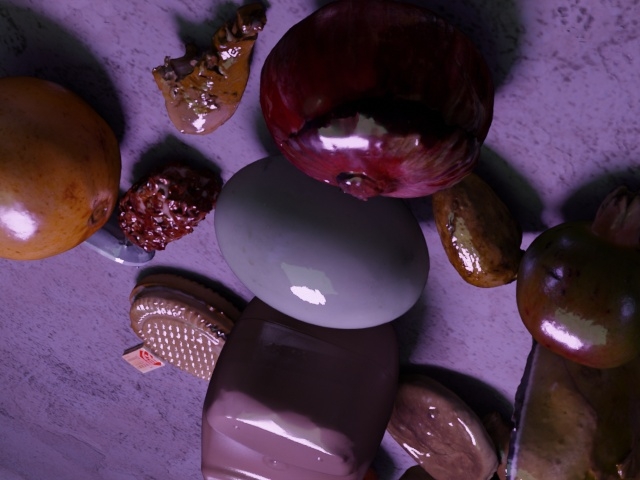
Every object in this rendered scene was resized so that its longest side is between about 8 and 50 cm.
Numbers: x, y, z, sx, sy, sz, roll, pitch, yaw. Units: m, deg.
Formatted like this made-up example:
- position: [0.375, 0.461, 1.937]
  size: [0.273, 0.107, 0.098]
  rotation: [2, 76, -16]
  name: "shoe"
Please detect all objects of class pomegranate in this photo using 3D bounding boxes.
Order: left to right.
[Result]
- position: [-0.405, -0.098, 1.470]
  size: [0.264, 0.264, 0.264]
  rotation: [20, 147, 14]
  name: "pomegranate"
- position: [0.315, 0.036, 1.216]
  size: [0.180, 0.180, 0.209]
  rotation: [24, 114, 7]
  name: "pomegranate"

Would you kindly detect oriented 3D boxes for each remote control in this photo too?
- position: [-0.361, -0.039, 1.662]
  size: [0.247, 0.104, 0.052]
  rotation: [29, 118, -2]
  name: "remote control"

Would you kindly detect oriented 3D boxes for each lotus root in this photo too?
- position: [0.177, -0.027, 1.284]
  size: [0.094, 0.108, 0.190]
  rotation: [-30, 114, 6]
  name: "lotus root"

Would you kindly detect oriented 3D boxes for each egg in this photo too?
- position: [0.000, 0.000, 1.347]
  size: [0.283, 0.203, 0.203]
  rotation: [28, 148, 11]
  name: "egg"

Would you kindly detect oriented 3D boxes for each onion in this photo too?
- position: [0.058, -0.136, 1.130]
  size: [0.246, 0.190, 0.246]
  rotation: [10, 158, 4]
  name: "onion"

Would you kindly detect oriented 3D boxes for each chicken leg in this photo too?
- position: [-0.127, -0.208, 1.277]
  size: [0.101, 0.085, 0.207]
  rotation: [41, 138, 1]
  name: "chicken leg"

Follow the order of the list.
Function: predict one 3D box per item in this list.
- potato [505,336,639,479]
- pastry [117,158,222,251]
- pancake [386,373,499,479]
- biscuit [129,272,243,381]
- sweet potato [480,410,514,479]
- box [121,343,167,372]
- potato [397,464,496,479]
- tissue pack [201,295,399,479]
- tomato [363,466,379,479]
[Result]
- position: [0.344, 0.224, 1.339]
  size: [0.196, 0.300, 0.246]
  rotation: [8, 111, 20]
  name: "potato"
- position: [-0.223, -0.045, 1.558]
  size: [0.115, 0.097, 0.208]
  rotation: [48, 145, -11]
  name: "pastry"
- position: [0.179, 0.311, 1.724]
  size: [0.242, 0.050, 0.242]
  rotation: [36, 148, 26]
  name: "pancake"
- position: [-0.213, 0.154, 1.835]
  size: [0.259, 0.079, 0.259]
  rotation: [20, 146, 14]
  name: "biscuit"
- position: [0.334, 0.381, 1.712]
  size: [0.285, 0.085, 0.112]
  rotation: [64, 175, -13]
  name: "sweet potato"
- position: [-0.339, 0.227, 2.091]
  size: [0.058, 0.015, 0.093]
  rotation: [39, 146, -19]
  name: "box"
- position: [0.241, 0.488, 1.854]
  size: [0.266, 0.229, 0.229]
  rotation: [25, 147, 9]
  name: "potato"
- position: [-0.029, 0.236, 1.617]
  size: [0.267, 0.276, 0.387]
  rotation: [17, 146, 4]
  name: "tissue pack"
- position: [-0.063, 0.477, 1.993]
  size: [0.341, 0.272, 0.341]
  rotation: [19, 147, 13]
  name: "tomato"
